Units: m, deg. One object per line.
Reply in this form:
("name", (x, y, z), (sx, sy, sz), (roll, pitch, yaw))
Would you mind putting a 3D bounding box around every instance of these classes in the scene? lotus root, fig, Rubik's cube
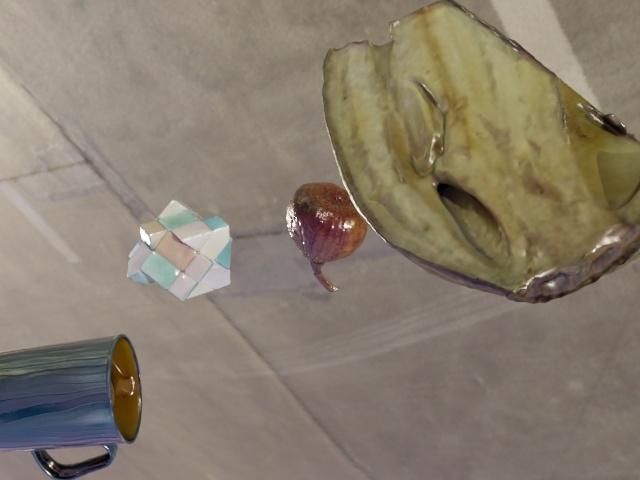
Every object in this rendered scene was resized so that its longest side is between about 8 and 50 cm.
("lotus root", (0.134, -0.064, 0.675), (0.210, 0.314, 0.142), (-31, 139, 12))
("fig", (0.000, 0.000, 1.474), (0.133, 0.146, 0.201), (-1, 133, -19))
("Rubik's cube", (-0.111, 0.009, 0.697), (0.084, 0.075, 0.073), (20, 180, 1))

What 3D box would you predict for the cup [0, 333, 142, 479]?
("cup", (-0.270, 0.180, 0.896), (0.138, 0.150, 0.113), (-6, 171, 3))
